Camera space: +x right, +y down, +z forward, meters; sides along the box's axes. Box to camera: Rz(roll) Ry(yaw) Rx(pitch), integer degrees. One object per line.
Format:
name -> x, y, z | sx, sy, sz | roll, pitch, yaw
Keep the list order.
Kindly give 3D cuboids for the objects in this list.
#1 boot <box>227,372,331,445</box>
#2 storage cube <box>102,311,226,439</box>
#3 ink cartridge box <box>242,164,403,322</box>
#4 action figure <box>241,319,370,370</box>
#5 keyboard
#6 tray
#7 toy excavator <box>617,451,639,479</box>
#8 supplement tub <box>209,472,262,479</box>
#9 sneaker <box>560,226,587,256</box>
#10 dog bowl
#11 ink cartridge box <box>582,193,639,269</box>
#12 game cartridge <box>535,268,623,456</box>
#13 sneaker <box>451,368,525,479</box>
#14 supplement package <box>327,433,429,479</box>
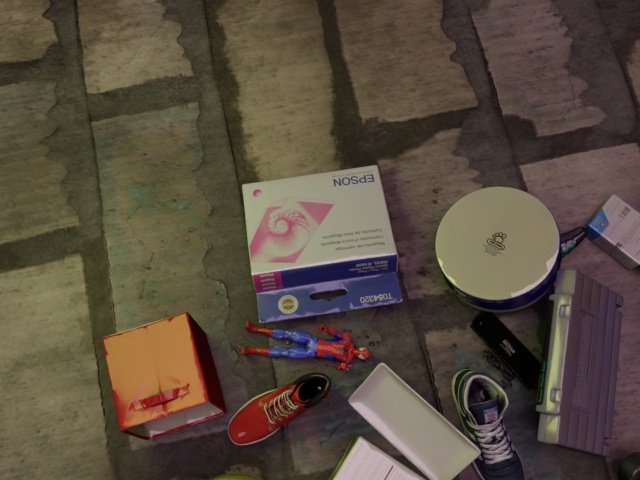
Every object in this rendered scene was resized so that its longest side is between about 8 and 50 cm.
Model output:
boot -> -0.090, 0.345, 1.359 | 0.244, 0.176, 0.088 | -29, 79, -6
storage cube -> -0.320, 0.285, 1.361 | 0.184, 0.215, 0.193 | -18, 69, -4
ink cartridge box -> 0.000, 0.000, 1.476 | 0.324, 0.071, 0.330 | -9, 62, -3
action figure -> -0.028, 0.226, 1.415 | 0.280, 0.139, 0.091 | 7, 76, -1
keyboard -> 0.404, 0.250, 1.465 | 0.100, 0.038, 0.192 | -34, 75, -32
tray -> 0.197, 0.387, 1.392 | 0.270, 0.030, 0.145 | 41, 122, 11
toy excavator -> 0.840, 0.622, 1.248 | 0.445, 0.222, 0.432 | -5, 96, 1
supplement tub -> -0.177, 0.569, 1.217 | 0.241, 0.331, 0.241 | 0, 75, 0
sneaker -> 0.499, 0.014, 1.497 | 0.224, 0.083, 0.098 | -33, 73, -8
dog bowl -> 0.389, 0.019, 1.440 | 0.265, 0.104, 0.264 | -7, 68, 18
ink cartridge box -> 0.708, -0.007, 1.511 | 0.180, 0.060, 0.104 | 41, 78, 10
game cartridge -> 0.545, 0.257, 1.376 | 0.230, 0.068, 0.355 | 22, 72, -33
sneaker -> 0.354, 0.400, 1.354 | 0.099, 0.153, 0.282 | -20, 76, -5
supplement package -> 0.152, 0.541, 1.304 | 0.293, 0.177, 0.175 | 32, 77, 8
